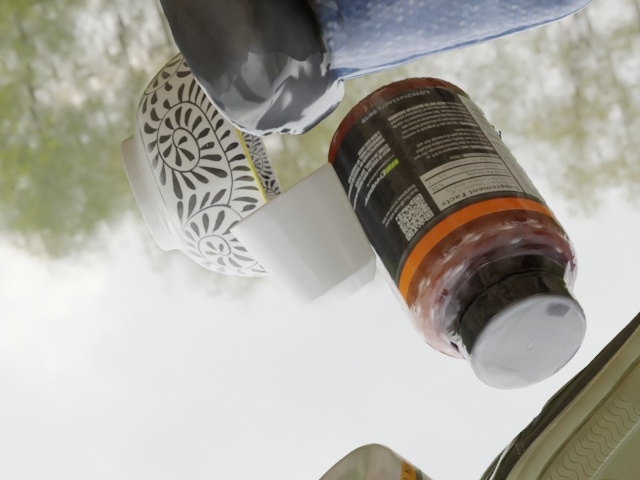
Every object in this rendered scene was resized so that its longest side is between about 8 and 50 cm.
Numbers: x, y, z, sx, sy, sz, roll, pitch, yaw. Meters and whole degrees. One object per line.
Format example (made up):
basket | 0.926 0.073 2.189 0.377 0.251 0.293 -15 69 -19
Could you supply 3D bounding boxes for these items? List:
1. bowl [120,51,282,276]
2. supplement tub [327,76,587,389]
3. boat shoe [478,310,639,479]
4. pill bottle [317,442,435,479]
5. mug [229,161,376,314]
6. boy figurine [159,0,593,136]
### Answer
bowl | -0.075 -0.041 1.158 0.080 0.170 0.170 -22 -161 4
supplement tub | 0.082 -0.002 1.080 0.106 0.106 0.198 -20 -136 -7
boat shoe | 0.137 0.051 0.652 0.233 0.084 0.079 -37 172 -24
pill bottle | 0.104 0.302 1.489 0.162 0.278 0.162 -50 -169 13
mug | 0.001 -0.001 0.958 0.062 0.064 0.078 -34 -179 45
boy figurine | 0.091 -0.121 0.412 0.285 0.177 0.092 -25 -177 18
